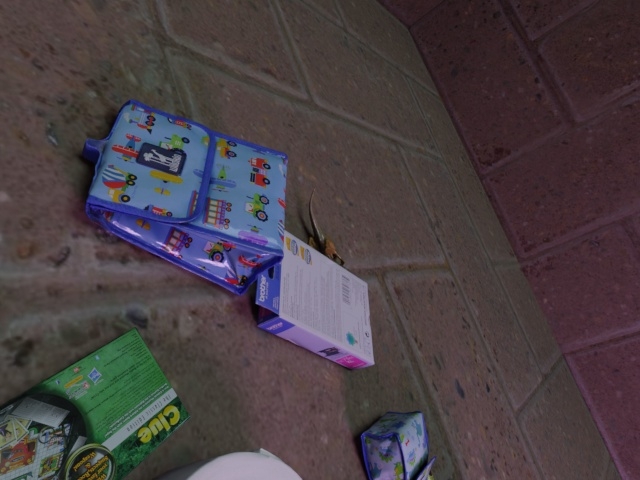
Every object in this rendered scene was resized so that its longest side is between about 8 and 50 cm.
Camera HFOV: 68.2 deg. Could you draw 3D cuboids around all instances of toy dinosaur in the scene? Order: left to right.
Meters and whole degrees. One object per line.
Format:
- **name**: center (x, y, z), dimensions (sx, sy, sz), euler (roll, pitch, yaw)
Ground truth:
- **toy dinosaur**: center (0.000, 0.000, 1.008), dimensions (0.112, 0.064, 0.211), euler (-65, 131, -74)

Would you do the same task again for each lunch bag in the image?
- **lunch bag**: center (-0.208, -0.079, 0.721), dimensions (0.293, 0.138, 0.220), euler (23, 46, -29)
- **lunch bag**: center (0.146, 0.403, 0.856), dimensions (0.129, 0.096, 0.151), euler (0, 80, -58)

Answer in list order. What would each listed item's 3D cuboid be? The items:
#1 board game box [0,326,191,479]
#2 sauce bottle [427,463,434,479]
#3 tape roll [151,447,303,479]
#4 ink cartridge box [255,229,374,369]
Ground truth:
- **board game box**: center (-0.259, 0.206, 0.483), dimensions (0.136, 0.030, 0.260), euler (58, 31, -1)
- **sauce bottle**: center (0.200, 0.467, 0.925), dimensions (0.042, 0.042, 0.128), euler (12, 53, -51)
- **tape roll**: center (-0.102, 0.380, 0.500), dimensions (0.286, 0.100, 0.286), euler (35, 40, -35)
- **ink cartridge box**: center (-0.018, 0.106, 0.879), dimensions (0.311, 0.065, 0.185), euler (36, 39, -39)
